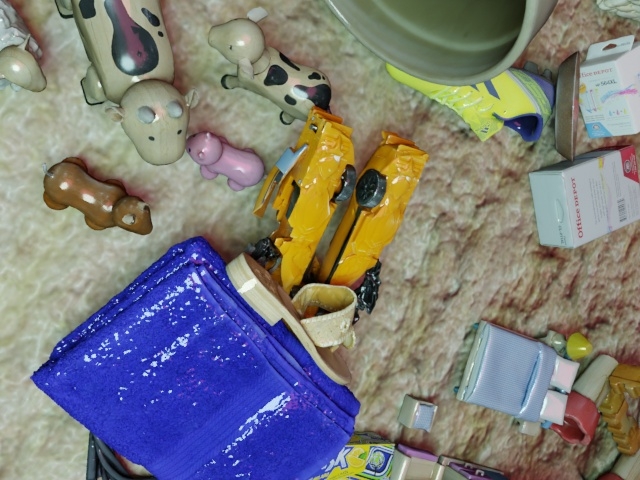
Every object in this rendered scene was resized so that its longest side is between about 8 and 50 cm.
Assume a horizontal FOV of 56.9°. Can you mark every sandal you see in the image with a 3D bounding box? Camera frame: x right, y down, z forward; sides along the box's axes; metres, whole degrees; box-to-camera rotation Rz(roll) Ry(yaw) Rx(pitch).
[{"bbox_3d":[0.002,0.077,0.641,0.079,0.088,0.240,-38,131,5],"label":"sandal"}]

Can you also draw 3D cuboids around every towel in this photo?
[{"bbox_3d":[-0.115,0.172,0.641,0.228,0.076,0.308,-42,114,-5],"label":"towel"}]

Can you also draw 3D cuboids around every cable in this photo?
[{"bbox_3d":[-0.192,0.219,0.692,0.151,0.047,0.184,5,91,-25],"label":"cable"}]

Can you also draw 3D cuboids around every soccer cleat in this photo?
[{"bbox_3d":[0.220,-0.206,0.840,0.289,0.093,0.121,5,94,-28],"label":"soccer cleat"}]

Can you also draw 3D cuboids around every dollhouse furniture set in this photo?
[{"bbox_3d":[0.282,0.251,0.852,0.287,0.198,0.303,23,83,-27],"label":"dollhouse furniture set"}]

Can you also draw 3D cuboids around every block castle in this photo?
[{"bbox_3d":[0.591,0.372,0.883,0.213,0.453,0.303,-41,112,-26],"label":"block castle"}]

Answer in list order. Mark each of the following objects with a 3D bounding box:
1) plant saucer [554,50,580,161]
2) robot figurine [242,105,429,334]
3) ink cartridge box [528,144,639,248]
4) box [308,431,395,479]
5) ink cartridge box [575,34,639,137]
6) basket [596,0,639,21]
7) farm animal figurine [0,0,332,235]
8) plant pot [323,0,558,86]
[{"bbox_3d":[0.383,-0.206,0.917,0.168,0.029,0.168,-17,110,-62],"label":"plant saucer"},{"bbox_3d":[0.000,0.000,0.704,0.211,0.085,0.291,13,116,-30],"label":"robot figurine"},{"bbox_3d":[0.437,-0.074,0.972,0.175,0.072,0.127,-19,103,-24],"label":"ink cartridge box"},{"bbox_3d":[0.013,0.292,0.796,0.169,0.059,0.054,8,88,-28],"label":"box"},{"bbox_3d":[0.485,-0.254,0.970,0.090,0.092,0.143,-33,107,-21],"label":"ink cartridge box"},{"bbox_3d":[0.665,-0.491,0.912,0.332,0.328,0.266,4,95,-28],"label":"basket"},{"bbox_3d":[-0.160,-0.168,0.604,0.330,0.172,0.326,-37,109,-20],"label":"farm animal figurine"},{"bbox_3d":[0.163,-0.386,0.644,0.280,0.323,0.323,-49,113,-15],"label":"plant pot"}]
